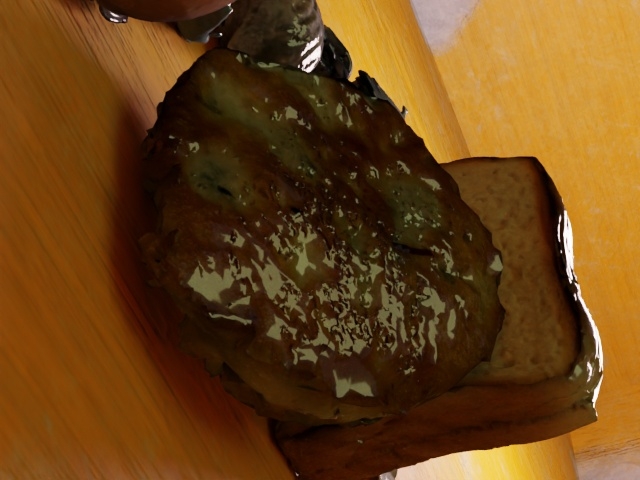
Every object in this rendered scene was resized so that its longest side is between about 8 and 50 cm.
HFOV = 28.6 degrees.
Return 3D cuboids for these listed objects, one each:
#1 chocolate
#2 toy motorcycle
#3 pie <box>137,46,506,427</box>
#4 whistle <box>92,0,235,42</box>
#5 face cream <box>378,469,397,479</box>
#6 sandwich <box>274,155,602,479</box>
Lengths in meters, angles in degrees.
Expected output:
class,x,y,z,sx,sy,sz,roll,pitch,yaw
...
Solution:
class,x,y,z,sx,sy,sz,roll,pitch,yaw
chocolate,-0.049,-0.239,1.245,0.110,0.110,0.248,59,21,-45
toy motorcycle,0.038,-0.154,1.500,0.270,0.106,0.159,59,12,-11
pie,0.000,0.000,0.945,0.354,0.103,0.288,8,56,-41
whistle,-0.097,-0.239,0.954,0.348,0.189,0.189,58,16,-81
face cream,0.056,0.096,1.336,0.137,0.084,0.341,65,19,-69
sandwich,0.099,0.059,1.113,0.301,0.271,0.099,-91,167,-48
